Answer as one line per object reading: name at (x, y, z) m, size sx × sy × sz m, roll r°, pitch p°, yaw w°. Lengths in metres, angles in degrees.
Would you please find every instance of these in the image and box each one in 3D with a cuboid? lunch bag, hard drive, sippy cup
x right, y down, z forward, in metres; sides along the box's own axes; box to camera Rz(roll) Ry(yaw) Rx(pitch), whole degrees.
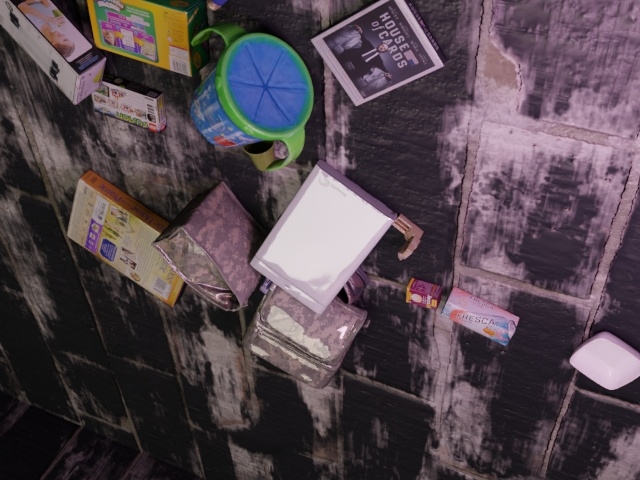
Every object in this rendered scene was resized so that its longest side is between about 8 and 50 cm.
lunch bag at (-0.041, 0.225, 2.135) m, size 0.305 × 0.212 × 0.256 m, roll 31°, pitch 122°, yaw 2°
hard drive at (0.000, 0.000, 1.920) m, size 0.233 × 0.047 × 0.353 m, roll 36°, pitch 121°, yaw 0°
sippy cup at (-0.171, -0.313, 1.700) m, size 0.240 × 0.306 × 0.224 m, roll 5°, pitch 168°, yaw -36°
lunch bag at (-0.269, 0.027, 2.056) m, size 0.168 × 0.235 × 0.287 m, roll -26°, pitch 112°, yaw 39°

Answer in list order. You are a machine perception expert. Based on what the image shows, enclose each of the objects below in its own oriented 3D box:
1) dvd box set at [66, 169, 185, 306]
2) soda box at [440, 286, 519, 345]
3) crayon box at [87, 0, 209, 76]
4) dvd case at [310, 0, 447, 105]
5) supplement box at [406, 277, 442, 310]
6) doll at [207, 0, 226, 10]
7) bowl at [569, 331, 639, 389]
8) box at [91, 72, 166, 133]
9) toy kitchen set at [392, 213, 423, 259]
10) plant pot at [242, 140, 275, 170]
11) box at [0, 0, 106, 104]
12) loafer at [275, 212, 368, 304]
dvd box set at (-0.581, 0.000, 2.362) m, size 0.420 × 0.062 × 0.308 m, roll 33°, pitch 139°, yaw 1°
soda box at (0.400, 0.189, 1.915) m, size 0.183 × 0.063 × 0.058 m, roll 25°, pitch 139°, yaw 10°
crayon box at (-0.398, -0.500, 1.754) m, size 0.278 × 0.081 × 0.165 m, roll 20°, pitch 137°, yaw 16°
dvd case at (0.117, -0.392, 1.569) m, size 0.238 × 0.030 × 0.179 m, roll -17°, pitch 119°, yaw 42°
supplement box at (0.267, 0.139, 1.966) m, size 0.083 × 0.043 × 0.055 m, roll 15°, pitch 134°, yaw 20°
doll at (-0.197, -0.568, 1.590) m, size 0.129 × 0.046 × 0.189 m, roll 43°, pitch 138°, yaw -12°
bowl at (0.689, 0.279, 1.824) m, size 0.142 × 0.053 × 0.142 m, roll 34°, pitch 140°, yaw 0°
box at (-0.503, -0.361, 1.988) m, size 0.206 × 0.036 × 0.114 m, roll 21°, pitch 137°, yaw 14°
toy kitchen set at (0.192, -0.001, 1.850) m, size 0.075 × 0.083 × 0.068 m, roll 39°, pitch 138°, yaw -6°
plant pot at (-0.144, -0.215, 1.876) m, size 0.083 × 0.083 × 0.079 m, roll 15°, pitch 148°, yaw 21°
box at (-0.661, -0.493, 1.865) m, size 0.290 × 0.087 × 0.169 m, roll 48°, pitch 154°, yaw -2°
loafer at (-0.004, 0.049, 2.014) m, size 0.302 × 0.095 × 0.109 m, roll 40°, pitch 139°, yaw -7°
